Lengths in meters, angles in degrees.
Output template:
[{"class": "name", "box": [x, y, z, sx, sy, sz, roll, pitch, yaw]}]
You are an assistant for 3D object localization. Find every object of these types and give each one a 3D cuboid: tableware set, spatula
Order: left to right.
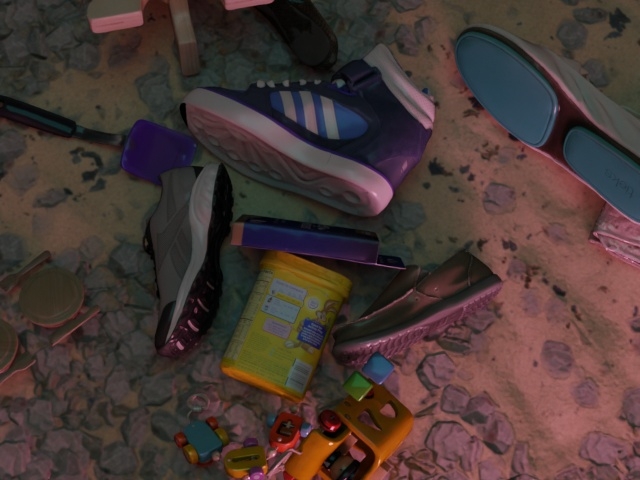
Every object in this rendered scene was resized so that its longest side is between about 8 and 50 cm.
[{"class": "tableware set", "box": [-0.393, 0.113, 1.565, 0.194, 0.039, 0.128, -38, 65, -19]}, {"class": "spatula", "box": [-0.322, -0.148, 1.658, 0.296, 0.030, 0.084, 16, 74, 3]}]

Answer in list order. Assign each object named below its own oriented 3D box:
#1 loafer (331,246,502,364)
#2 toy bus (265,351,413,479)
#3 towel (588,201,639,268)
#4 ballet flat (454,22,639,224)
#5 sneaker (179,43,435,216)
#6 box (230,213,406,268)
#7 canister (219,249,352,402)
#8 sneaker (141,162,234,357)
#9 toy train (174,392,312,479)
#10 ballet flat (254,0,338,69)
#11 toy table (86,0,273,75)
[{"class": "loafer", "box": [0.117, 0.085, 1.574, 0.251, 0.094, 0.087, -23, 70, -20]}, {"class": "toy bus", "box": [0.037, 0.254, 1.454, 0.104, 0.191, 0.202, 40, 74, 10]}, {"class": "towel", "box": [0.506, -0.077, 1.661, 0.187, 0.049, 0.282, 25, 72, 5]}, {"class": "ballet flat", "box": [0.355, -0.170, 1.642, 0.139, 0.139, 0.400, -39, 64, -14]}, {"class": "sneaker", "box": [-0.002, -0.189, 1.647, 0.322, 0.130, 0.236, 25, 63, 10]}, {"class": "box", "box": [0.000, 0.000, 1.568, 0.225, 0.136, 0.037, 9, 95, 0]}, {"class": "canister", "box": [-0.047, 0.112, 1.561, 0.126, 0.073, 0.170, 22, 73, 4]}, {"class": "sneaker", "box": [-0.186, 0.025, 1.581, 0.108, 0.100, 0.272, 2, 67, 13]}, {"class": "toy train", "box": [-0.101, 0.256, 1.527, 0.166, 0.046, 0.125, 11, 43, 12]}, {"class": "ballet flat", "box": [-0.047, -0.345, 1.729, 0.084, 0.058, 0.250, -43, 69, 22]}, {"class": "toy table", "box": [-0.207, -0.367, 1.645, 0.274, 0.252, 0.161, -18, 56, 1]}]
